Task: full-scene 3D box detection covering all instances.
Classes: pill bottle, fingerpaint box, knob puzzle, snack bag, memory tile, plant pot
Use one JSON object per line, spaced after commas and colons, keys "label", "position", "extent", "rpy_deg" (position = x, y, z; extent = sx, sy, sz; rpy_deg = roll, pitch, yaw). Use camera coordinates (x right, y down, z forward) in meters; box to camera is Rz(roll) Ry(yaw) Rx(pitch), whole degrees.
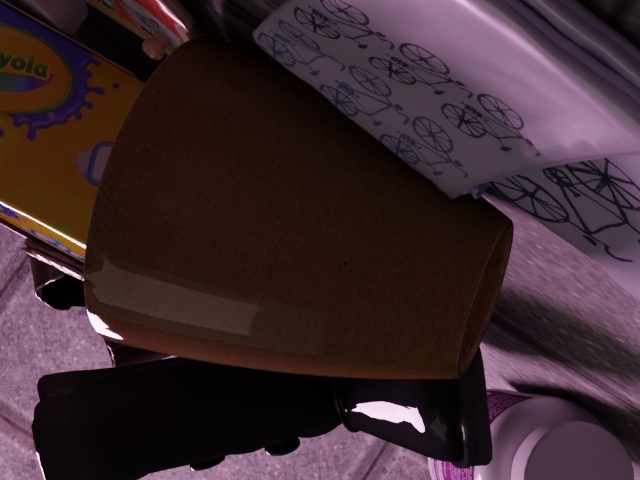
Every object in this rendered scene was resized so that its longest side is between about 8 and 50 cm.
{"label": "pill bottle", "position": [0.240, 0.259, 1.598], "extent": [0.169, 0.169, 0.301], "rpy_deg": [35, 171, -7]}
{"label": "fingerpaint box", "position": [-0.203, -0.053, 1.362], "extent": [0.445, 0.163, 0.371], "rpy_deg": [28, 172, -16]}
{"label": "knob puzzle", "position": [-0.169, -0.195, 1.028], "extent": [0.213, 0.030, 0.213], "rpy_deg": [38, 171, 8]}
{"label": "snack bag", "position": [0.131, -0.047, 0.787], "extent": [0.342, 0.037, 0.323], "rpy_deg": [35, 171, -12]}
{"label": "memory tile", "position": [-0.243, 0.037, 1.446], "extent": [0.113, 0.012, 0.148], "rpy_deg": [31, 172, -31]}
{"label": "plant pot", "position": [0.000, 0.000, 1.003], "extent": [0.254, 0.237, 0.237], "rpy_deg": [18, 167, 15]}

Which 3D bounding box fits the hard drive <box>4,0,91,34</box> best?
{"label": "hard drive", "position": [-0.360, -0.295, 1.188], "extent": [0.319, 0.040, 0.210], "rpy_deg": [29, 170, 29]}

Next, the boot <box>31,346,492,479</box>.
{"label": "boot", "position": [-0.073, 0.174, 1.427], "extent": [0.445, 0.146, 0.367], "rpy_deg": [-7, -179, -6]}

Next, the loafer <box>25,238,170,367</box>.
{"label": "loafer", "position": [-0.292, 0.009, 1.642], "extent": [0.366, 0.130, 0.134], "rpy_deg": [46, 159, 24]}
